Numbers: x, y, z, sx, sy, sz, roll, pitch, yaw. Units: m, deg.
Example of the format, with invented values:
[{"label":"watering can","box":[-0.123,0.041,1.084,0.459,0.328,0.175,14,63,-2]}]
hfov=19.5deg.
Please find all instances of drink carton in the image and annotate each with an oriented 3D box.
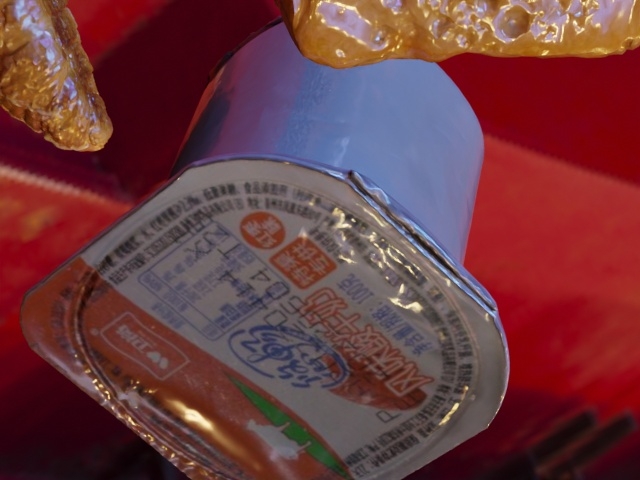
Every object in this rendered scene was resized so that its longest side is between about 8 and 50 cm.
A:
[{"label":"drink carton","box":[0.000,0.000,0.893,0.191,0.185,0.189,-37,-163,33]}]

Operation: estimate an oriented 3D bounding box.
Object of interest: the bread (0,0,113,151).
[{"label":"bread","box":[-0.211,-0.160,1.224,0.076,0.233,0.105,-18,-165,10]}]

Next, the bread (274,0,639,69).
[{"label":"bread","box":[0.049,-0.183,0.508,0.139,0.077,0.270,-6,114,-12]}]
